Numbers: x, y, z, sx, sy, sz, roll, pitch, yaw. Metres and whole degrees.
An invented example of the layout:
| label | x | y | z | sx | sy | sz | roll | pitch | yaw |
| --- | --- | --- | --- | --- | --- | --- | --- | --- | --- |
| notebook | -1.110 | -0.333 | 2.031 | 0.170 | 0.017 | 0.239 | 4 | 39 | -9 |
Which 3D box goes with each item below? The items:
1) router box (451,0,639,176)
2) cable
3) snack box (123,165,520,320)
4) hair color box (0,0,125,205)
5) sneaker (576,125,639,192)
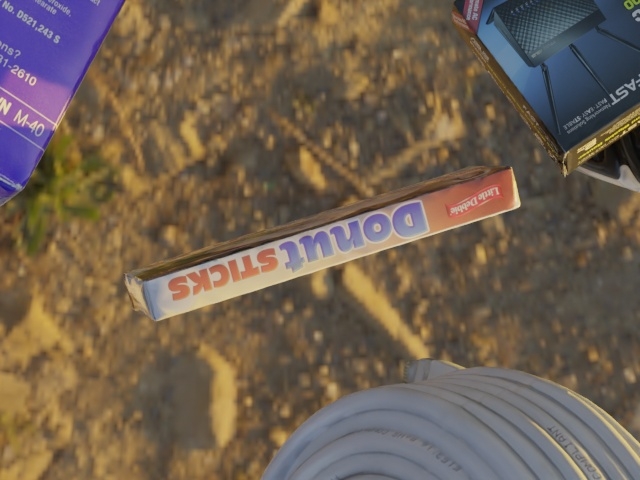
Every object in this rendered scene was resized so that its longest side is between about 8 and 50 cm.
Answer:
| label | x | y | z | sx | sy | sz | roll | pitch | yaw |
| --- | --- | --- | --- | --- | --- | --- | --- | --- | --- |
| router box | 0.136 | -0.102 | 0.877 | 0.122 | 0.092 | 0.038 | -35 | 164 | -2 |
| cable | 0.057 | 0.176 | 0.719 | 0.089 | 0.257 | 0.257 | 4 | 89 | -32 |
| snack box | 0.000 | 0.000 | 0.875 | 0.178 | 0.064 | 0.022 | -17 | 96 | -13 |
| hair color box | -0.156 | -0.164 | 0.998 | 0.110 | 0.339 | 0.185 | 32 | 154 | -19 |
| sneaker | 0.240 | -0.055 | 0.975 | 0.262 | 0.099 | 0.121 | 0 | 165 | 4 |
